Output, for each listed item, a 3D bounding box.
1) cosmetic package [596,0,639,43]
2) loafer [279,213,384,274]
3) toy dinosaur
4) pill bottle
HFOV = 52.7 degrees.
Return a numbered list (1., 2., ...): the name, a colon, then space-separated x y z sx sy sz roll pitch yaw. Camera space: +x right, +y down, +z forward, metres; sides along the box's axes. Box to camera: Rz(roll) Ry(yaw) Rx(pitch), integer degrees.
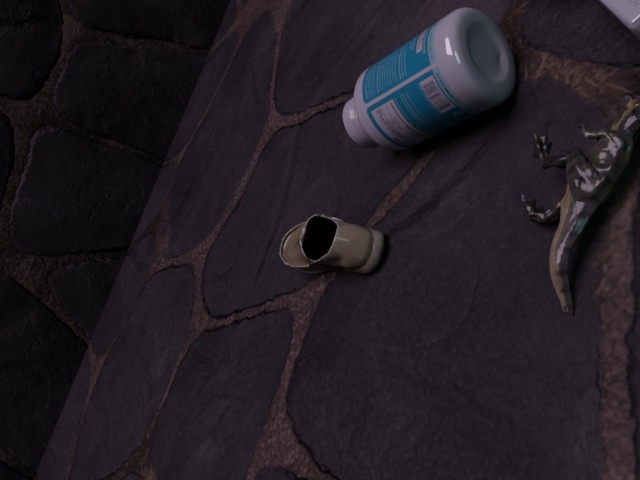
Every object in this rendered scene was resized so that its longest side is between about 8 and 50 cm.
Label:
1. cosmetic package: 0.399 -0.319 0.675 0.224 0.138 0.224 -43 35 28
2. loafer: 0.000 0.000 1.095 0.268 0.092 0.102 -4 64 57
3. toy dinosaur: 0.286 -0.061 0.731 0.118 0.064 0.268 26 93 54
4. pill bottle: 0.151 -0.228 0.986 0.264 0.146 0.146 -20 50 50
